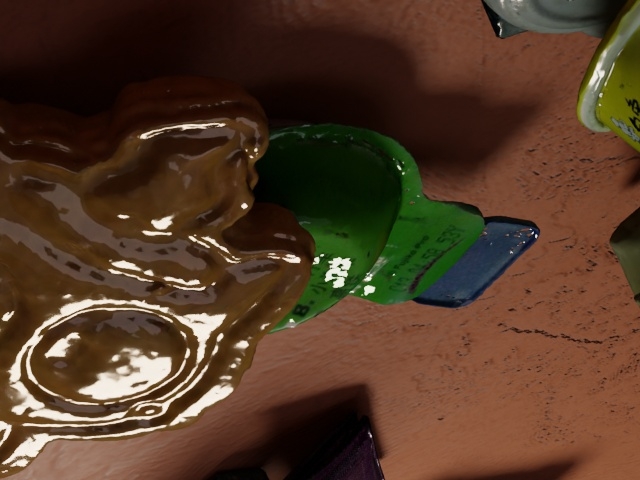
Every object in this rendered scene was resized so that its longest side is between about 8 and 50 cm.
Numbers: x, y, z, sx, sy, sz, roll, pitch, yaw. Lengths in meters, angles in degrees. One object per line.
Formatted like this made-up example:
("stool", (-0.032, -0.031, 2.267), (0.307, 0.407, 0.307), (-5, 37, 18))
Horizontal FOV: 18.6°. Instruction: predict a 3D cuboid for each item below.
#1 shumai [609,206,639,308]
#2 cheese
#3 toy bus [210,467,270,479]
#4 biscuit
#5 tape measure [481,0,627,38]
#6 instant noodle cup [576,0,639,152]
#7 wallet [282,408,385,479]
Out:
("shumai", (0.363, 0.063, 1.412), (0.395, 0.395, 0.348), (-37, 124, 25))
("cheese", (0.000, 0.000, 1.221), (0.320, 0.083, 0.204), (7, 138, -40))
("toy bus", (-0.094, 0.250, 1.634), (0.065, 0.047, 0.166), (-7, 148, -35))
("biscuit", (-0.152, 0.034, 1.110), (0.269, 0.051, 0.376), (23, 132, -28))
("tape measure", (0.178, -0.215, 0.975), (0.164, 0.084, 0.330), (-13, 153, -27))
("instant noodle cup", (0.322, -0.094, 1.055), (0.311, 0.221, 0.311), (-38, 164, -13))
("wallet", (0.005, 0.207, 1.602), (0.111, 0.030, 0.166), (-45, 158, -14))
